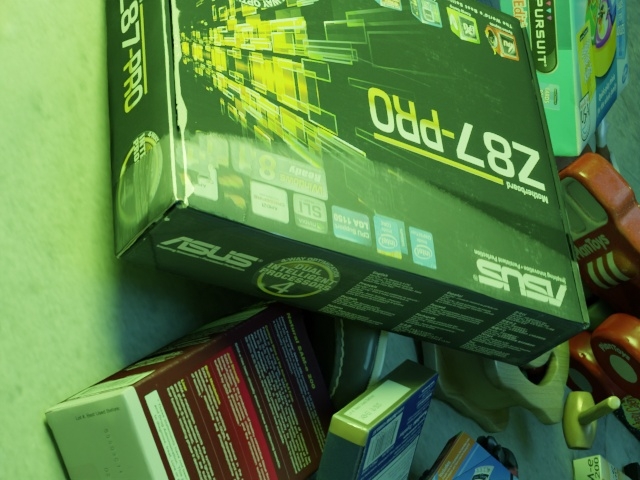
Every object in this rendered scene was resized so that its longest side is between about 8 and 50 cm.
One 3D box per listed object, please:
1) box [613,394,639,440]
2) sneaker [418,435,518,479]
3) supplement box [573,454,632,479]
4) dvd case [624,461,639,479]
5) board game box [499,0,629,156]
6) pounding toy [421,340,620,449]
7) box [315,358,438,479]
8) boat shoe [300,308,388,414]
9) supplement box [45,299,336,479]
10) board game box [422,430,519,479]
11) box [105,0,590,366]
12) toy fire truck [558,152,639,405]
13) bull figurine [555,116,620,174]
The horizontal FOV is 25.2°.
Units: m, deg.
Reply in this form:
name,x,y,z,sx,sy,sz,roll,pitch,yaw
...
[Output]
name,x,y,z,sx,sy,sz,roll,pitch,yaw
box,0.464,0.206,1.810,0.233,0.159,0.044,43,39,-41
sneaker,0.123,0.302,1.239,0.135,0.097,0.276,55,40,-31
supplement box,0.332,0.296,1.663,0.098,0.036,0.062,37,44,-45
dvd case,0.417,0.411,1.716,0.180,0.022,0.253,57,22,-26
board game box,0.259,-0.289,1.510,0.254,0.079,0.336,-47,135,-56
pounding toy,0.222,0.105,1.460,0.269,0.154,0.154,37,48,-49
box,0.027,0.215,1.113,0.136,0.036,0.225,-27,134,-60
boat shoe,0.000,0.000,1.211,0.095,0.112,0.335,17,52,-17
supplement box,-0.079,0.134,1.018,0.239,0.073,0.130,-26,98,-59
board game box,0.099,0.292,1.124,0.145,0.027,0.281,42,49,-1
box,0.020,-0.091,1.135,0.394,0.097,0.318,17,53,-33
toy fire truck,0.310,0.035,1.566,0.169,0.302,0.254,-40,90,-16
bull figurine,0.263,-0.117,1.697,0.310,0.101,0.188,47,43,-37
